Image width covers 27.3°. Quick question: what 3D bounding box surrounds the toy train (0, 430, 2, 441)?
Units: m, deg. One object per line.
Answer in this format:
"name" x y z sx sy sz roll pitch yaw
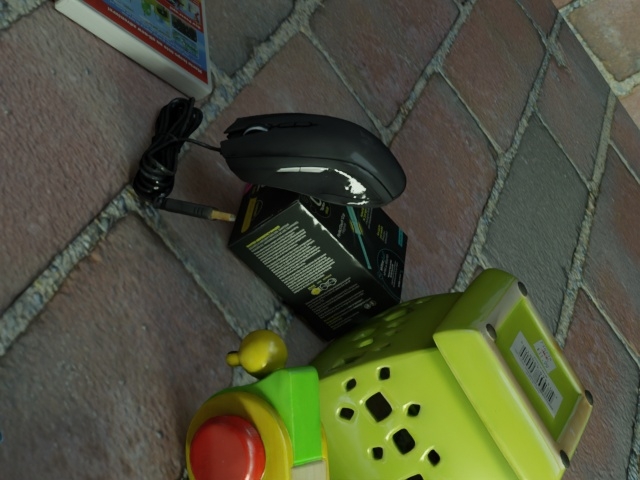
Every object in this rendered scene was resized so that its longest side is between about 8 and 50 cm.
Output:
"toy train" -0.279 0.075 0.856 0.080 0.105 0.184 6 59 -57

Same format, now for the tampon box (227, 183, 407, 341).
"tampon box" 0.000 0.000 1.376 0.161 0.101 0.120 46 31 -23

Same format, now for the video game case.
"video game case" -0.203 -0.306 1.421 0.204 0.025 0.285 32 38 -41

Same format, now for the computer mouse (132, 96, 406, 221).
"computer mouse" -0.049 -0.076 1.266 0.262 0.060 0.184 15 38 5

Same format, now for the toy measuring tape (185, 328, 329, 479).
"toy measuring tape" -0.053 0.240 1.105 0.121 0.121 0.330 1 85 -58

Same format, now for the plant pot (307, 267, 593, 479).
"plant pot" 0.136 0.169 1.328 0.228 0.207 0.227 59 28 -3
